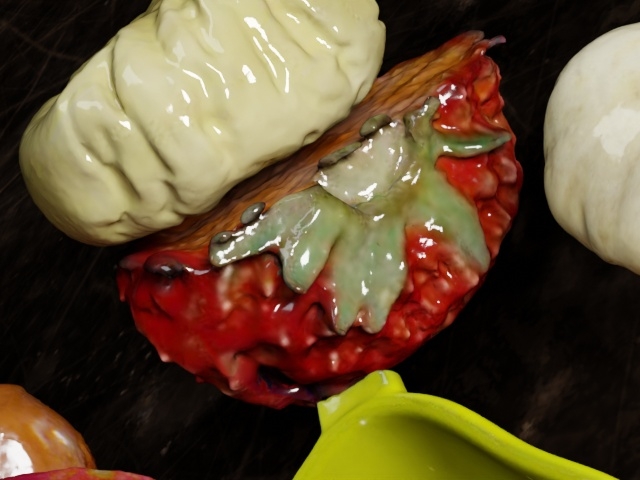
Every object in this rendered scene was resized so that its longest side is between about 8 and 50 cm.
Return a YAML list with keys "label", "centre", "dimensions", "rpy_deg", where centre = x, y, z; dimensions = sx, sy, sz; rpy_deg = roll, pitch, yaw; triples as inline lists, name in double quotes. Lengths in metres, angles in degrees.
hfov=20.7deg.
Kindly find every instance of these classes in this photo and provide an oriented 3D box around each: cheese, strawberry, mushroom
- label: "cheese"
  centre: [-0.075, -0.083, 0.998]
  dimensions: [0.214, 0.117, 0.226]
  rpy_deg: [-43, 13, -25]
- label: "strawberry"
  centre: [-0.007, 0.009, 1.053]
  dimensions: [0.253, 0.150, 0.280]
  rpy_deg: [-41, 16, -34]
- label: "mushroom"
  centre: [0.180, -0.038, 0.854]
  dimensions: [0.154, 0.122, 0.154]
  rpy_deg: [-4, 42, 3]

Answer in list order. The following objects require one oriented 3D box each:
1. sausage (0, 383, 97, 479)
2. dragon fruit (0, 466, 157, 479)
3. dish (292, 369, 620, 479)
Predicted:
- label: "sausage"
  centre: [-0.261, 0.215, 1.150]
  dimensions: [0.268, 0.153, 0.141]
  rpy_deg: [-51, 1, -6]
- label: "dragon fruit"
  centre: [-0.184, 0.246, 1.023]
  dimensions: [0.262, 0.189, 0.163]
  rpy_deg: [-49, -5, 9]
- label: "dish"
  centre: [0.074, 0.182, 0.679]
  dimensions: [0.262, 0.108, 0.221]
  rpy_deg: [36, 101, 50]
